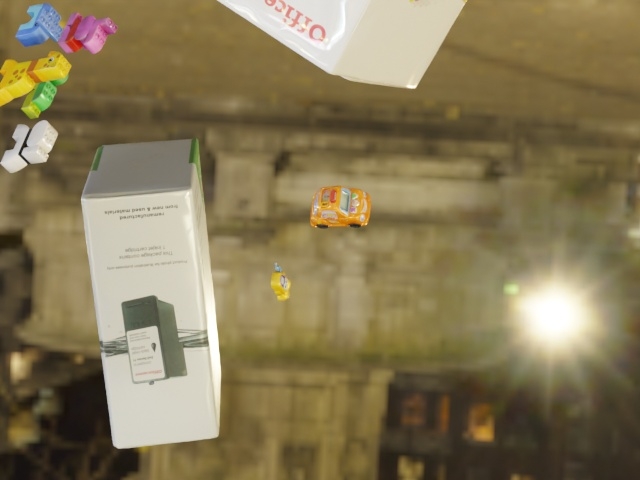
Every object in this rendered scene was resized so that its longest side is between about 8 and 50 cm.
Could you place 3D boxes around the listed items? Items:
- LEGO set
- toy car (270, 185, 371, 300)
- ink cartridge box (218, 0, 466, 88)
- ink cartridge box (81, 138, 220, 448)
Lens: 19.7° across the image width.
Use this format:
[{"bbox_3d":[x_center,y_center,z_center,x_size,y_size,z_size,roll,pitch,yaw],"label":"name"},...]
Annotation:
[{"bbox_3d":[-0.301,-0.194,2.085,0.093,0.227,0.087,-6,141,35],"label":"LEGO set"},{"bbox_3d":[0.000,0.000,1.679,0.060,0.122,0.040,16,162,24],"label":"toy car"},{"bbox_3d":[0.036,-0.266,1.493,0.171,0.233,0.168,37,-164,24],"label":"ink cartridge box"},{"bbox_3d":[-0.130,0.040,1.455,0.087,0.208,0.153,-5,-161,-1],"label":"ink cartridge box"}]
